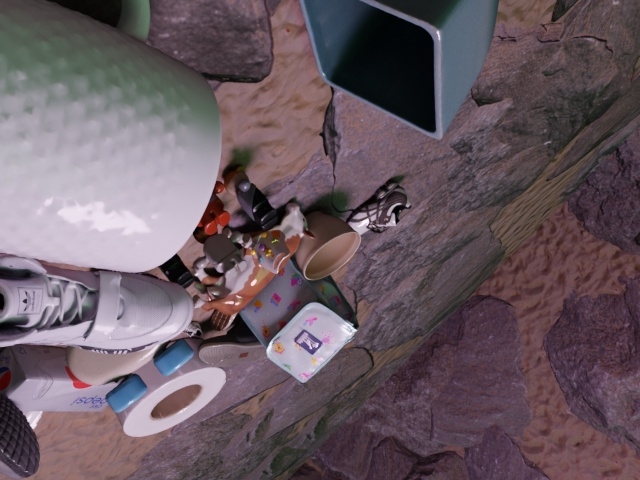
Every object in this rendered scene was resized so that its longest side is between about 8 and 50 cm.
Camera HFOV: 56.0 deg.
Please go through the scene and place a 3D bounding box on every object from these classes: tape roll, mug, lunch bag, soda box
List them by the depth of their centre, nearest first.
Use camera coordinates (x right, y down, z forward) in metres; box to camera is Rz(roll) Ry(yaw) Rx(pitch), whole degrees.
[{"bbox_3d":[-0.305,-0.167,0.647,0.328,0.276,0.374,15,92,-50],"label":"mug"},{"bbox_3d":[-0.530,0.284,1.228,0.098,0.091,0.286,-42,153,7],"label":"soda box"},{"bbox_3d":[-0.047,0.192,1.500,0.223,0.262,0.160,-48,152,21],"label":"lunch bag"},{"bbox_3d":[-0.389,0.377,1.546,0.286,0.100,0.286,-30,152,-18],"label":"tape roll"}]

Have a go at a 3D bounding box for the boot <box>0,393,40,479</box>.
[{"bbox_3d":[-0.665,0.331,1.011,0.222,0.118,0.338,-34,118,2],"label":"boot"}]

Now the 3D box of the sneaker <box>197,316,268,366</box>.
[{"bbox_3d":[-0.227,0.253,1.549,0.222,0.118,0.083,5,126,-39],"label":"sneaker"}]

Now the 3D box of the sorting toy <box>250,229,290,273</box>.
[{"bbox_3d":[-0.095,0.027,1.202,0.045,0.075,0.083,23,104,-51],"label":"sorting toy"}]

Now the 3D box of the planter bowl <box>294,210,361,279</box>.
[{"bbox_3d":[0.000,0.000,1.424,0.162,0.109,0.162,-30,153,-17],"label":"planter bowl"}]

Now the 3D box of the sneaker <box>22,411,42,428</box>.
[{"bbox_3d":[-0.677,0.380,1.212,0.235,0.090,0.095,-35,144,-11],"label":"sneaker"}]

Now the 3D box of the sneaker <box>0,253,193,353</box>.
[{"bbox_3d":[-0.372,0.101,0.889,0.365,0.137,0.210,4,171,-13],"label":"sneaker"}]

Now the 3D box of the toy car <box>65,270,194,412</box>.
[{"bbox_3d":[-0.377,0.180,1.199,0.210,0.219,0.238,-37,-177,-4],"label":"toy car"}]

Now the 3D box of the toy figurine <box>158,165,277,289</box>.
[{"bbox_3d":[-0.208,-0.032,1.087,0.209,0.148,0.213,-11,141,-53],"label":"toy figurine"}]

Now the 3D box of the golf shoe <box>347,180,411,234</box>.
[{"bbox_3d":[0.145,-0.057,1.537,0.198,0.094,0.077,-45,154,17],"label":"golf shoe"}]

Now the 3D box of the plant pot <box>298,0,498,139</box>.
[{"bbox_3d":[0.147,-0.358,0.907,0.252,0.247,0.248,-51,156,-13],"label":"plant pot"}]

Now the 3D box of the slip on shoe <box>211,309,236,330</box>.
[{"bbox_3d":[-0.224,0.170,1.488,0.041,0.051,0.135,-20,146,-58],"label":"slip on shoe"}]

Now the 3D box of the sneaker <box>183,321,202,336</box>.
[{"bbox_3d":[-0.316,0.214,1.449,0.032,0.037,0.083,-46,151,20],"label":"sneaker"}]

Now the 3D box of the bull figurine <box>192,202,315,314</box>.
[{"bbox_3d":[-0.153,0.044,1.315,0.310,0.101,0.188,-52,144,14],"label":"bull figurine"}]
